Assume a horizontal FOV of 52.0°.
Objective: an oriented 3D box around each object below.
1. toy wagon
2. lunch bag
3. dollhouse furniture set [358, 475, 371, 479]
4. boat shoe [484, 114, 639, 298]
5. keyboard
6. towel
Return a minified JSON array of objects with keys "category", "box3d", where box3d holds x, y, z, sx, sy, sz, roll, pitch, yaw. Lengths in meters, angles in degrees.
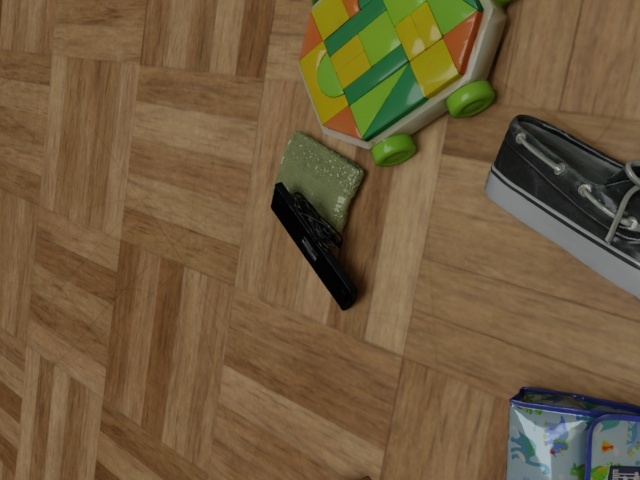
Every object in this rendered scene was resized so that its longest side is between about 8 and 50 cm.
[{"category":"toy wagon","box3d":[0.116,-0.265,0.792,0.344,0.068,0.267,-31,72,37]},{"category":"lunch bag","box3d":[0.270,0.228,0.668,0.151,0.096,0.129,4,92,26]},{"category":"dollhouse furniture set","box3d":[-0.020,0.542,0.868,0.355,0.173,0.303,-47,63,31]},{"category":"boat shoe","box3d":[0.296,-0.030,0.618,0.306,0.113,0.105,43,132,41]},{"category":"keyboard","box3d":[0.000,0.000,0.902,0.192,0.038,0.100,54,158,12]},{"category":"towel","box3d":[-0.007,-0.084,0.930,0.148,0.027,0.110,34,112,35]}]
